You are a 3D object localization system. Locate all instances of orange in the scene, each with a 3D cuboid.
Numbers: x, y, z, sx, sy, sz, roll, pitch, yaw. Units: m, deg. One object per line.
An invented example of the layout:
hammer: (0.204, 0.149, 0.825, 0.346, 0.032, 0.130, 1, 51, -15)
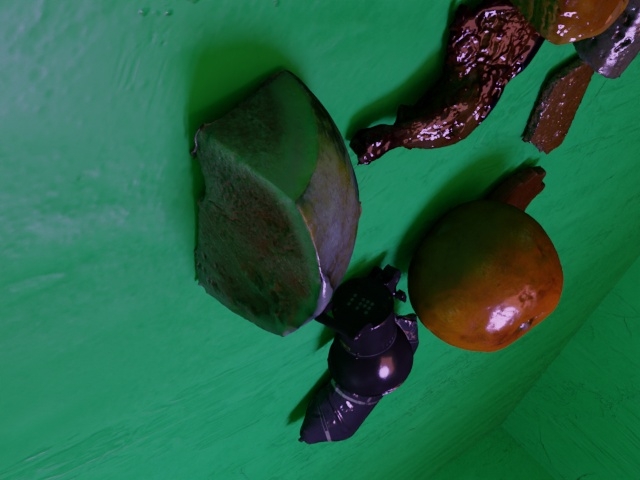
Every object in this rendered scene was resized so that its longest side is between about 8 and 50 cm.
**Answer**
orange: (0.271, 0.060, 1.545, 0.261, 0.261, 0.261, -37, 156, -19)

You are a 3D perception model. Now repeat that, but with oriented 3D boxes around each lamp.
lamp: (0.079, 0.135, 1.490, 0.172, 0.147, 0.227, -50, 154, -25)

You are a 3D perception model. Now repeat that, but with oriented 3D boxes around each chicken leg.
chicken leg: (0.173, -0.202, 1.139, 0.322, 0.083, 0.177, -51, 148, 9)

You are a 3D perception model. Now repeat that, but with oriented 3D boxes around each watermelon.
watermelon: (-0.053, -0.021, 0.981, 0.180, 0.223, 0.305, 7, 145, -5)

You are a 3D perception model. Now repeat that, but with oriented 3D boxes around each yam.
yam: (0.438, -0.334, 1.320, 0.107, 0.107, 0.194, -26, 152, -39)

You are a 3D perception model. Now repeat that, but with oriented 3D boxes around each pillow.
pillow: (0.078, 0.260, 1.735, 0.335, 0.092, 0.162, -54, 152, 19)

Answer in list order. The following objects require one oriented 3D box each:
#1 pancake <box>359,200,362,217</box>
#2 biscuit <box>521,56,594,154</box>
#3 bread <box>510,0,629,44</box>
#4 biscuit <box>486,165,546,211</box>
pancake: (-0.001, -0.001, 1.235, 0.152, 0.025, 0.151, -35, 155, -19)
biscuit: (0.396, -0.217, 1.553, 0.131, 0.026, 0.236, -33, 155, -24)
bread: (0.263, -0.347, 0.924, 0.132, 0.166, 0.294, -16, 153, -9)
biscuit: (0.350, -0.069, 1.717, 0.215, 0.034, 0.182, -31, 154, -37)
